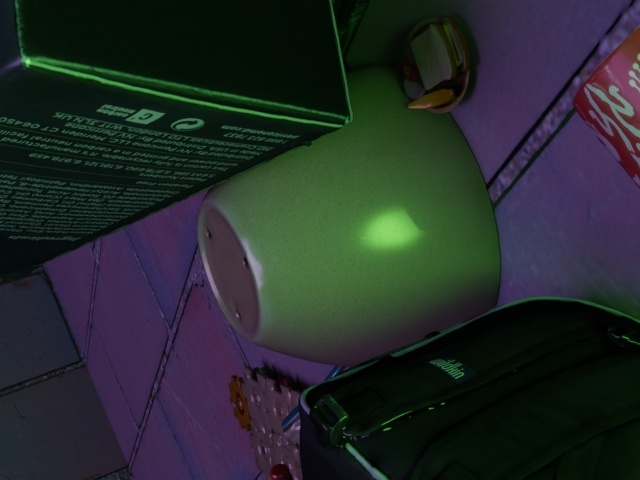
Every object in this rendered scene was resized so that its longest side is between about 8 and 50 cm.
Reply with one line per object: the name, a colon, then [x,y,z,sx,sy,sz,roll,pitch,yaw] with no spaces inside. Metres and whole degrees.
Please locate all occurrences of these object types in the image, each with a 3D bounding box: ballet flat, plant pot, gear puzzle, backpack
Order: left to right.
gear puzzle: [-0.054,0.266,1.387,0.339,0.044,0.175,10,109,62]
plant pot: [0.000,0.000,0.897,0.284,0.191,0.284,45,145,43]
ballet flat: [0.012,0.194,1.175,0.052,0.057,0.168,38,132,-1]
backpack: [0.139,0.150,0.642,0.225,0.253,0.191,33,141,49]

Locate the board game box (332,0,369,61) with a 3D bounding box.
board game box: [-0.008,-0.233,0.939,0.126,0.026,0.186,63,155,18]

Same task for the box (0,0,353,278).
box: [-0.271,-0.254,0.834,0.471,0.297,0.480,-21,73,41]

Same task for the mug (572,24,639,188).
mug: [0.209,-0.028,0.489,0.169,0.113,0.150,50,160,11]

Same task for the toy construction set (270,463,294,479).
toy construction set: [0.039,0.427,1.128,0.309,0.257,0.237,-122,10,-57]

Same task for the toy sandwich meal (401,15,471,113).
toy sandwich meal: [0.088,-0.140,0.787,0.085,0.029,0.086,25,122,48]
